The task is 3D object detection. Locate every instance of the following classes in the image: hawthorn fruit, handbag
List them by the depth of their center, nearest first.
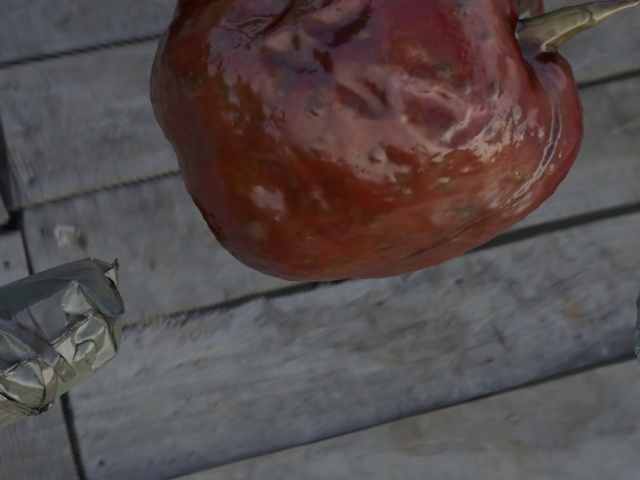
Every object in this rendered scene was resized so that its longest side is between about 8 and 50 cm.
[{"bbox_3d":[0.027,-0.092,0.833,0.258,0.262,0.258,2,87,-34],"label":"hawthorn fruit"},{"bbox_3d":[-0.289,0.107,1.248,0.270,0.182,0.117,-32,105,-9],"label":"handbag"}]

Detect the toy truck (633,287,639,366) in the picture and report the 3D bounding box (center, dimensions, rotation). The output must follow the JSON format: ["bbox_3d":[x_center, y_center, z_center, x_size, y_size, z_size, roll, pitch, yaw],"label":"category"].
[{"bbox_3d":[0.480,0.107,1.703,0.162,0.305,0.136,-9,45,-1],"label":"toy truck"}]
